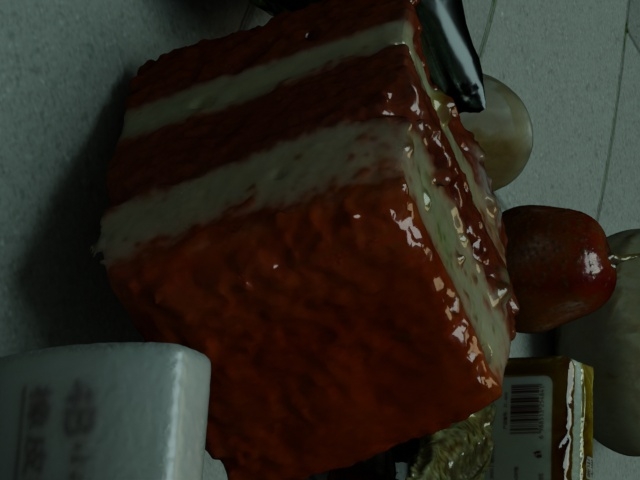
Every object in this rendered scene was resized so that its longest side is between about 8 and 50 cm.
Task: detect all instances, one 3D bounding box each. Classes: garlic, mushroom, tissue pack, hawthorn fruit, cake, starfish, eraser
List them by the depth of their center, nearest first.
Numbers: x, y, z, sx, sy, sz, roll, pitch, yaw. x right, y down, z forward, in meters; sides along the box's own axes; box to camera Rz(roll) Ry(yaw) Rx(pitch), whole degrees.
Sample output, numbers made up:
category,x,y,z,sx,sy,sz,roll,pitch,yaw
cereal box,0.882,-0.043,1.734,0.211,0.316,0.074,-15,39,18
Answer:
category,x,y,z,sx,sy,sz,roll,pitch,yaw
eraser,-0.167,0.213,1.291,0.095,0.174,0.270,33,56,-54
cake,0.000,0.000,1.467,0.319,0.270,0.269,-87,154,-52
starfish,0.116,0.213,1.762,0.324,0.082,0.432,65,38,-67
tissue pack,0.190,0.239,1.926,0.092,0.183,0.226,24,64,-59
garlic,0.154,-0.111,2.041,0.318,0.112,0.143,-27,111,-48
hawthorn fruit,0.285,0.028,2.123,0.162,0.203,0.163,29,56,-55
mushroom,0.444,0.126,2.303,0.297,0.290,0.297,23,63,-59

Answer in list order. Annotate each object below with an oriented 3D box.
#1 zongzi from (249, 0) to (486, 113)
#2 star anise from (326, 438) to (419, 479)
category,x,y,z,sx,sy,sz,roll,pitch,yaw
zongzi,-0.011,-0.303,1.676,0.383,0.319,0.362,52,-3,-22
star anise,0.040,0.164,1.768,0.288,0.088,0.288,0,90,-71
